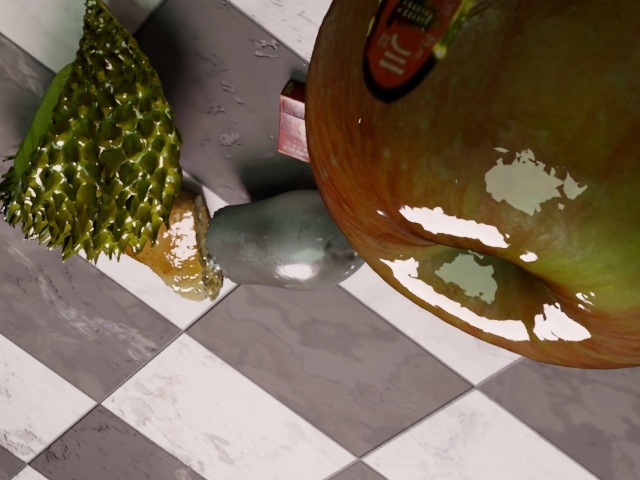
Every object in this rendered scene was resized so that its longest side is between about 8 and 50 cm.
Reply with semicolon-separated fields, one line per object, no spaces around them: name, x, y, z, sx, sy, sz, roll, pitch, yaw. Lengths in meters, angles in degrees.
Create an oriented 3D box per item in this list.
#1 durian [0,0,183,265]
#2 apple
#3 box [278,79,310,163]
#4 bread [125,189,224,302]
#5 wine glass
durian;-0.220;-0.085;1.916;0.158;0.169;0.352;8;150;-17
apple;0.188;-0.101;1.454;0.400;0.333;0.400;27;163;9
box;-0.011;-0.107;1.826;0.052;0.023;0.082;20;144;12
bread;-0.152;-0.007;2.024;0.154;0.054;0.136;31;142;-5
wine glass;0.000;0.000;1.886;0.222;0.103;0.103;-3;133;38
